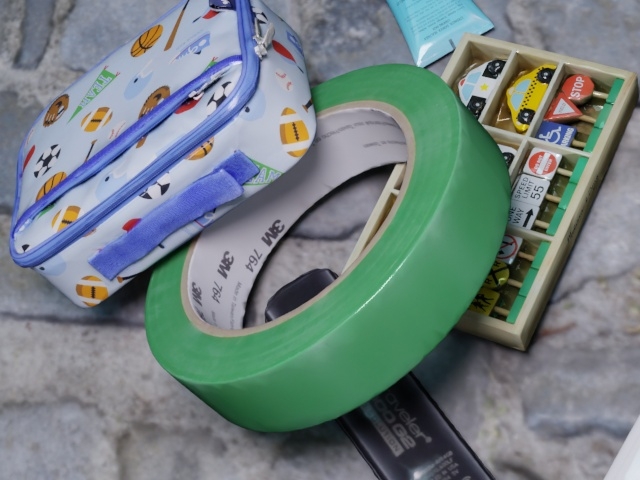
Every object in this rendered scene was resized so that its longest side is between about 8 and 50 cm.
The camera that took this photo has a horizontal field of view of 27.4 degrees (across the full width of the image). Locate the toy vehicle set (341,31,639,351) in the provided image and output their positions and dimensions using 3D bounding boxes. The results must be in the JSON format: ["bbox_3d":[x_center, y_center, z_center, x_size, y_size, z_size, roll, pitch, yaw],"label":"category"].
[{"bbox_3d":[0.149,-0.049,1.132,0.166,0.035,0.267,17,67,25],"label":"toy vehicle set"}]

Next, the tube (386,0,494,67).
[{"bbox_3d":[0.082,-0.262,1.266,0.080,0.052,0.207,-32,65,8],"label":"tube"}]

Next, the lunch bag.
[{"bbox_3d":[-0.140,-0.089,1.158,0.303,0.115,0.243,-36,33,20],"label":"lunch bag"}]

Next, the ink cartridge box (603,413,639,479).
[{"bbox_3d":[0.233,0.222,0.919,0.093,0.154,0.212,29,77,26],"label":"ink cartridge box"}]

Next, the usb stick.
[{"bbox_3d":[0.048,0.134,1.090,0.077,0.045,0.278,-33,59,-8],"label":"usb stick"}]

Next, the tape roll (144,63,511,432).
[{"bbox_3d":[0.000,0.000,1.072,0.321,0.077,0.321,-29,35,23],"label":"tape roll"}]
